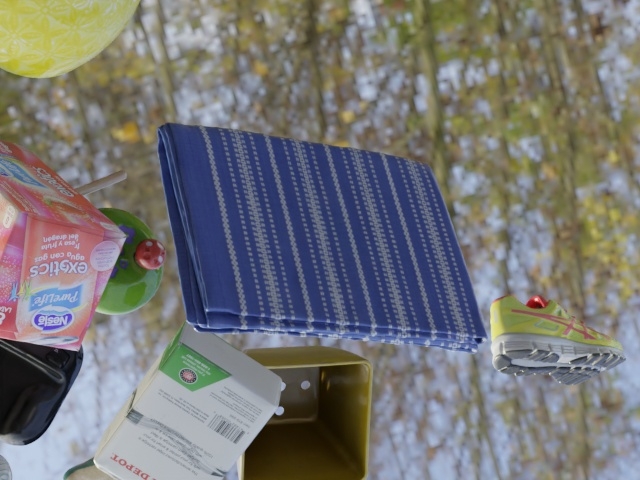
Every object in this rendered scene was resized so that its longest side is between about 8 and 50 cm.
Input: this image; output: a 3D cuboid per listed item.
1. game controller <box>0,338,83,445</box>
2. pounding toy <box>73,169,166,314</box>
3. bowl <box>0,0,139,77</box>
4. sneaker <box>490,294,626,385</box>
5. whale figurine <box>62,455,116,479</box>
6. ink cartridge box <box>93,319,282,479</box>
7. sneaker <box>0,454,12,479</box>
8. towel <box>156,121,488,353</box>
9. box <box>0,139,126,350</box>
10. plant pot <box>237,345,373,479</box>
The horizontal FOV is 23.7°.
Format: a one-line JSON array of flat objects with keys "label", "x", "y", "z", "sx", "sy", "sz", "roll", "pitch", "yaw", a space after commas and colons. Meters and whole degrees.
[{"label": "game controller", "x": -0.465, "y": 0.128, "z": 1.937, "sx": 0.319, "sy": 0.166, "sz": 0.067, "roll": 28, "pitch": -176, "yaw": 5}, {"label": "pounding toy", "x": -0.335, "y": -0.004, "z": 2.494, "sx": 0.183, "sy": 0.237, "sz": 0.110, "roll": -19, "pitch": 174, "yaw": -34}, {"label": "bowl", "x": -0.257, "y": -0.318, "z": 1.515, "sx": 0.156, "sy": 0.289, "sz": 0.289, "roll": -14, "pitch": -162, "yaw": 33}, {"label": "sneaker", "x": 0.273, "y": 0.107, "z": 1.759, "sx": 0.208, "sy": 0.094, "sz": 0.081, "roll": 14, "pitch": 141, "yaw": -41}, {"label": "whale figurine", "x": -0.311, "y": 0.383, "z": 2.084, "sx": 0.216, "sy": 0.272, "sz": 0.141, "roll": -27, "pitch": -137, "yaw": -32}, {"label": "ink cartridge box", "x": -0.169, "y": 0.229, "z": 1.941, "sx": 0.208, "sy": 0.153, "sz": 0.087, "roll": -52, "pitch": -170, "yaw": 18}, {"label": "sneaker", "x": -0.316, "y": 0.223, "z": 1.411, "sx": 0.054, "sy": 0.061, "sz": 0.152, "roll": -40, "pitch": -147, "yaw": -5}, {"label": "towel", "x": 0.000, "y": 0.000, "z": 1.541, "sx": 0.336, "sy": 0.243, "sz": 0.040, "roll": 7, "pitch": 143, "yaw": -31}, {"label": "box", "x": -0.371, "y": -0.009, "z": 1.765, "sx": 0.142, "sy": 0.154, "sz": 0.300, "roll": 14, "pitch": -165, "yaw": -39}, {"label": "plant pot", "x": -0.046, "y": 0.273, "z": 2.520, "sx": 0.212, "sy": 0.212, "sz": 0.187, "roll": -2, "pitch": -165, "yaw": -16}]
